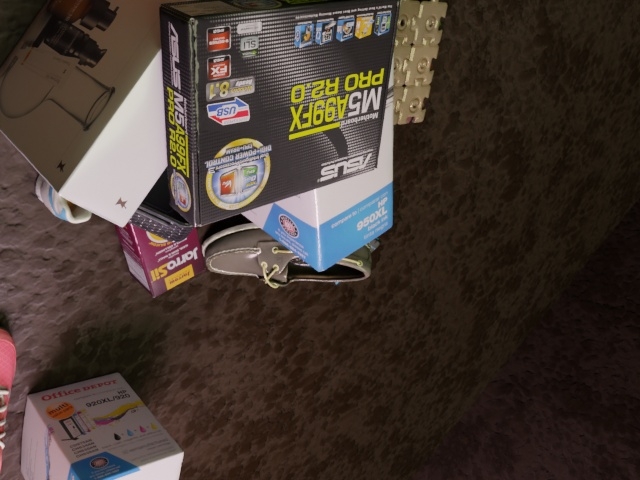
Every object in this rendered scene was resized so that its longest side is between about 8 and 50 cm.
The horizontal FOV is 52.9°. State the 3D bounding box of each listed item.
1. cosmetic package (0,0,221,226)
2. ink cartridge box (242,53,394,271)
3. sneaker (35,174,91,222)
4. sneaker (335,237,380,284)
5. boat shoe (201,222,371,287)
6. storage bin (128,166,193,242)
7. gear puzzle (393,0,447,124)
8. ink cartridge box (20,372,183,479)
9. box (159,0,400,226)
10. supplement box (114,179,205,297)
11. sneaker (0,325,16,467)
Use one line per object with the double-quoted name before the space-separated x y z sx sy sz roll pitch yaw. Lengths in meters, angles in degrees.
"cosmetic package" -0.211 -0.242 0.739 0.377 0.284 0.097 -55 142 0
"ink cartridge box" -0.043 -0.199 0.945 0.166 0.285 0.395 -30 136 -28
"sneaker" -0.304 -0.132 0.880 0.087 0.092 0.229 16 104 -49
"sneaker" 0.000 0.000 1.267 0.140 0.125 0.341 -54 144 4
"boat shoe" -0.060 0.031 1.145 0.305 0.091 0.109 -3 146 -3
"storage bin" -0.210 -0.103 0.915 0.122 0.084 0.180 26 65 -15
"gear puzzle" 0.160 -0.385 1.225 0.175 0.044 0.339 -14 124 -38
"ink cartridge box" -0.370 0.366 1.070 0.171 0.232 0.168 -6 120 -44
"box" -0.038 -0.154 0.705 0.270 0.060 0.216 -20 130 -35
"supplement box" -0.260 -0.017 1.021 0.104 0.081 0.188 -31 137 -28
"sneaker" -0.487 0.280 0.916 0.116 0.136 0.314 26 79 -58
